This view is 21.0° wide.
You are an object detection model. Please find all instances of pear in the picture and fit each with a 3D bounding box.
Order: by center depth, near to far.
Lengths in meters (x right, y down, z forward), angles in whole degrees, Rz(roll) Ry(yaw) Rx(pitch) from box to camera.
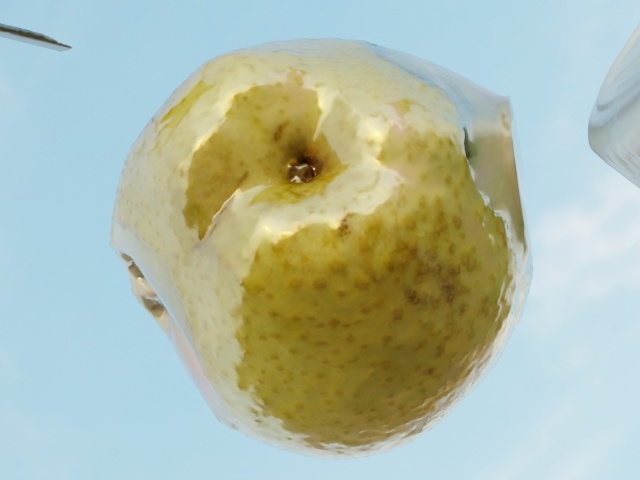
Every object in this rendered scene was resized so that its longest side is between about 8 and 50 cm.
[{"bbox_3d":[0.000,0.000,1.017,0.271,0.271,0.271,-20,-45,-22],"label":"pear"}]

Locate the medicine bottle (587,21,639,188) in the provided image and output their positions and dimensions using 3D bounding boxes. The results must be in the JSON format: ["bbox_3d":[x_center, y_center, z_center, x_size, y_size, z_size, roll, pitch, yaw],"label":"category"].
[{"bbox_3d":[0.302,0.011,0.643,0.395,0.242,0.242,41,-81,-6],"label":"medicine bottle"}]

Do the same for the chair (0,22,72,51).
[{"bbox_3d":[-0.262,-0.213,1.125,0.172,0.158,0.247,-6,-6,10],"label":"chair"}]
